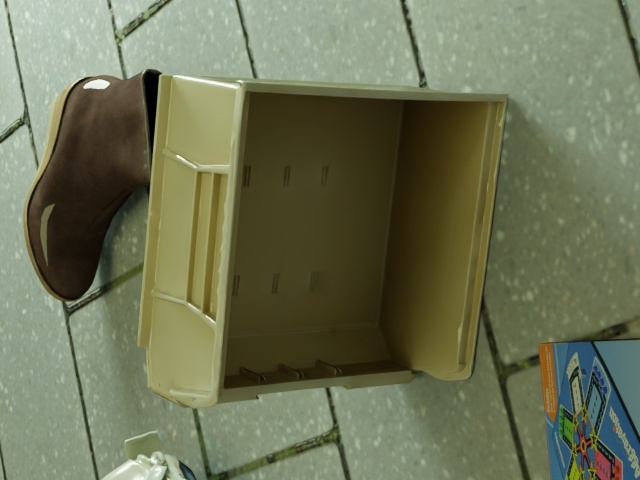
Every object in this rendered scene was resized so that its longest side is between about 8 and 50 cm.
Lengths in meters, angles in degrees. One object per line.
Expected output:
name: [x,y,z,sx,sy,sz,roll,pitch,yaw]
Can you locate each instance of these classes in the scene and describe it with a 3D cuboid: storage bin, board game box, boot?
storage bin: [0.000,0.000,1.250,0.123,0.262,0.261,18,105,50]
board game box: [0.234,0.213,1.158,0.145,0.027,0.281,-7,87,50]
boot: [-0.236,-0.057,1.672,0.206,0.090,0.249,-1,87,53]

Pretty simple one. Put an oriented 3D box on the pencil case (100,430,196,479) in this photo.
pencil case: [-0.080,0.332,1.447,0.410,0.159,0.184,21,122,49]
